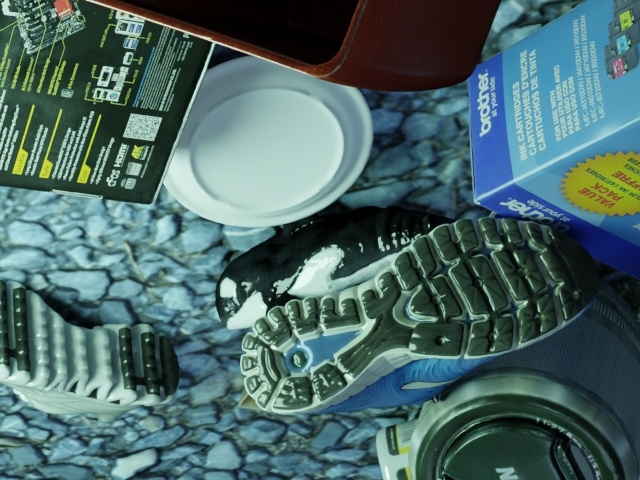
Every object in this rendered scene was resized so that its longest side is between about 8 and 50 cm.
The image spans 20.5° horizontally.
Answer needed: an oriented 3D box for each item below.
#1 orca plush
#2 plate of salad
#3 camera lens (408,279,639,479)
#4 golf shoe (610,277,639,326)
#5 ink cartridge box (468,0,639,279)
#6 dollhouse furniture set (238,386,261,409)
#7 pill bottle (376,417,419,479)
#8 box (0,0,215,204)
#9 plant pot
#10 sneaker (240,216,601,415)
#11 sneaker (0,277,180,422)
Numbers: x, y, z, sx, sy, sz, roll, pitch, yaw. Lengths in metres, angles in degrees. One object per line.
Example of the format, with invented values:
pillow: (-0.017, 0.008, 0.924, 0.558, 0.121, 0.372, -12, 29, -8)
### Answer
orca plush: (0.000, 0.000, 1.681, 0.287, 0.151, 0.102, -16, 108, 46)
plate of salad: (-0.052, -0.093, 1.598, 0.199, 0.048, 0.200, -6, 132, -7)
camera lens: (0.215, 0.174, 1.762, 0.219, 0.274, 0.219, 7, 119, 12)
golf shoe: (0.363, 0.063, 1.878, 0.086, 0.069, 0.176, 10, 139, -33)
ink cartridge box: (0.315, -0.099, 1.552, 0.270, 0.151, 0.395, 22, 146, -35)
dollhouse furniture set: (-0.033, 0.172, 1.910, 0.091, 0.081, 0.114, 10, 138, -24)
pill bottle: (0.178, 0.247, 2.023, 0.208, 0.119, 0.119, -15, 142, 8)
box: (-0.216, -0.176, 1.410, 0.257, 0.079, 0.322, 8, 134, -18)
plant pot: (0.010, -0.238, 1.214, 0.235, 0.267, 0.267, 20, 92, -57)
sneaker: (0.097, 0.074, 1.609, 0.330, 0.130, 0.147, -19, 163, 17)
sneaker: (-0.287, 0.122, 1.781, 0.292, 0.110, 0.118, 23, 140, -35)
